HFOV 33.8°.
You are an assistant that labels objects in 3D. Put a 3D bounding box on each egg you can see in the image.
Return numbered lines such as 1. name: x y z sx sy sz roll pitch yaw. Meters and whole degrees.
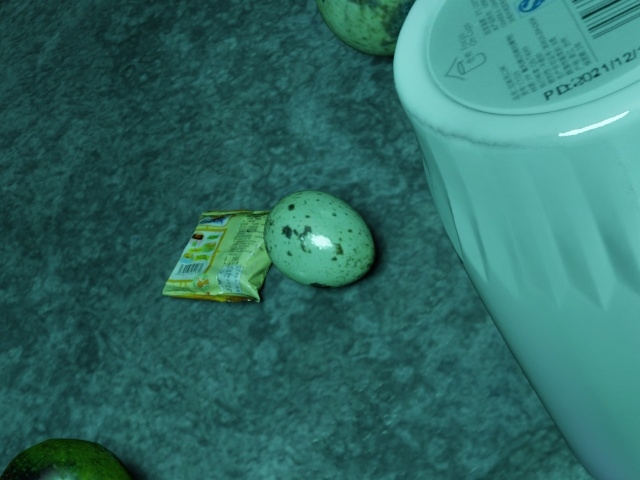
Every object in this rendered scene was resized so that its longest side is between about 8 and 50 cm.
1. egg: 0.000 0.000 0.933 0.110 0.085 0.085 18 66 29
2. egg: 0.061 -0.265 1.067 0.141 0.141 0.181 -30 37 5

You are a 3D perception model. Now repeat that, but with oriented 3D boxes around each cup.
1. cup: 0.210 -0.013 0.645 0.253 0.371 0.253 -21 42 20

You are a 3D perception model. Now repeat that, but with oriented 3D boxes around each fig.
1. fig: -0.213 0.223 0.881 0.123 0.123 0.156 -49 9 -12

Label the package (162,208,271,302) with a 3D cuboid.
1. package: -0.088 0.013 1.010 0.108 0.031 0.120 1 51 29
